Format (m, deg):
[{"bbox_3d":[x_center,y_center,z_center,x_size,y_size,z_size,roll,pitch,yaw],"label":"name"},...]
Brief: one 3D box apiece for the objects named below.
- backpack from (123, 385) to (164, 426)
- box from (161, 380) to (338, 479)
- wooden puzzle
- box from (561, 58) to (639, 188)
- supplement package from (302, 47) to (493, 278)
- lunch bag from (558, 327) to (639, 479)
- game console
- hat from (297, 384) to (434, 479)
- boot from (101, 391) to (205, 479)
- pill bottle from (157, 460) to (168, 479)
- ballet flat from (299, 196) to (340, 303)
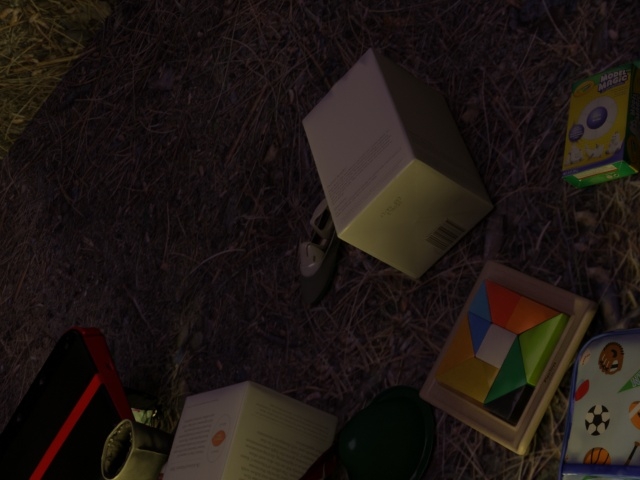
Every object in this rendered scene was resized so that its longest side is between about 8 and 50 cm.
[{"bbox_3d":[-0.383,0.358,2.283,0.152,0.115,0.182,8,78,51],"label":"backpack"},{"bbox_3d":[-0.132,0.407,1.835,0.215,0.168,0.345,-22,47,56],"label":"box"},{"bbox_3d":[0.243,0.148,1.678,0.238,0.044,0.221,24,87,56],"label":"wooden puzzle"},{"bbox_3d":[0.393,-0.168,1.711,0.105,0.043,0.179,-16,52,46],"label":"box"},{"bbox_3d":[0.114,-0.122,1.922,0.177,0.175,0.293,-45,37,25],"label":"supplement package"},{"bbox_3d":[0.407,0.216,1.359,0.303,0.115,0.243,-8,62,51],"label":"lunch bag"},{"bbox_3d":[-0.466,0.381,2.243,0.387,0.060,0.342,-56,43,20],"label":"game console"},{"bbox_3d":[0.038,0.270,1.733,0.173,0.183,0.209,-35,42,33],"label":"hat"},{"bbox_3d":[-0.267,0.323,2.067,0.076,0.208,0.190,3,71,36],"label":"boot"},{"bbox_3d":[-0.214,0.430,2.005,0.121,0.121,0.216,-5,63,51],"label":"pill bottle"},{"bbox_3d":[0.000,0.000,2.079,0.072,0.068,0.213,14,78,55],"label":"ballet flat"}]
